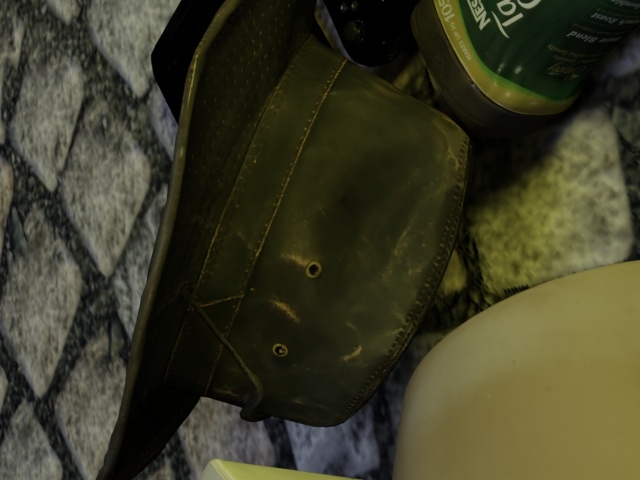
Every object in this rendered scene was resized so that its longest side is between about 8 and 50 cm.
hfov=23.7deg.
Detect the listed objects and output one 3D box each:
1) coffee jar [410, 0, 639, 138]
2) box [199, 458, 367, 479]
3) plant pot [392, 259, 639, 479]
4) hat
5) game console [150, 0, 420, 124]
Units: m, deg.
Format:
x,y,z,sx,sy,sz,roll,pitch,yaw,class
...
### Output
x,y,z,sx,sy,sz,roll,pitch,yaw,class
0.124,-0.134,0.760,0.184,0.079,0.096,-47,57,42,coffee jar
0.014,0.198,0.801,0.103,0.203,0.114,43,109,41,box
0.148,0.173,0.609,0.323,0.323,0.280,-48,40,41,plant pot
0.000,0.000,0.789,0.134,0.331,0.331,21,114,6,hat
0.015,-0.156,0.922,0.361,0.044,0.213,-53,53,38,game console
